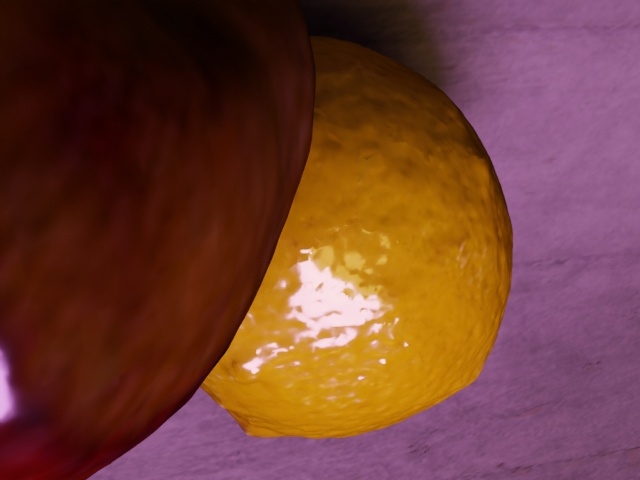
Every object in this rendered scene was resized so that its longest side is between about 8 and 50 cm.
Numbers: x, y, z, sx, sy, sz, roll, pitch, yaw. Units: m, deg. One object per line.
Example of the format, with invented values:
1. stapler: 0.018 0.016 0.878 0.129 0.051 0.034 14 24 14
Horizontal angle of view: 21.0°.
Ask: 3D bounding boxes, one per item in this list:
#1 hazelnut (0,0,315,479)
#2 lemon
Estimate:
1. hazelnut: -0.208 -0.055 0.726 0.402 0.402 0.429 -38 154 14
2. lemon: 0.000 0.000 1.033 0.233 0.233 0.288 -33 144 8
